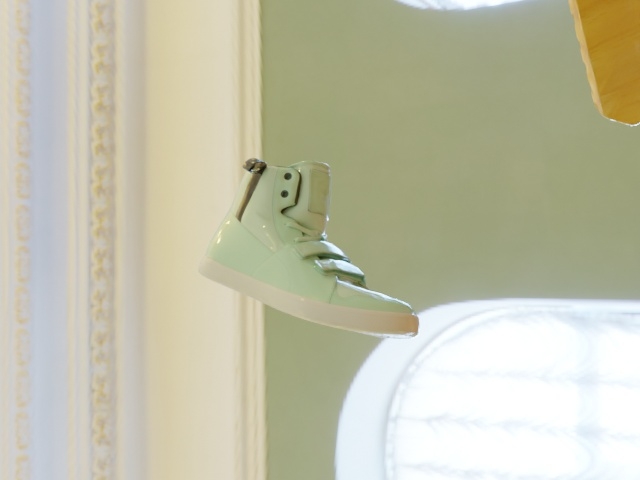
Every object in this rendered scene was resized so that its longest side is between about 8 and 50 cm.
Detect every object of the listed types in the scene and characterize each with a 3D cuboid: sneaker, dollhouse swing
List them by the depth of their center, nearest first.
[{"bbox_3d":[-0.001,0.000,0.893,0.094,0.256,0.151,22,-93,-56],"label":"sneaker"},{"bbox_3d":[0.473,-0.381,1.223,0.315,0.305,0.347,-89,-24,-45],"label":"dollhouse swing"}]
